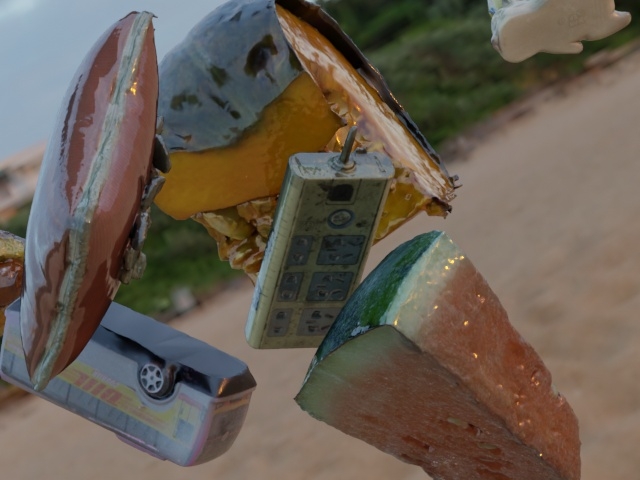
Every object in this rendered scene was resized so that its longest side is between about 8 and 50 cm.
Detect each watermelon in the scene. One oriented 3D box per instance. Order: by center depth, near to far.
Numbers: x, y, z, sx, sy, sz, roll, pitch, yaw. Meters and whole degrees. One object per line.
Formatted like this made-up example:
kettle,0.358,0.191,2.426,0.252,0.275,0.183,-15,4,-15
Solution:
watermelon,0.120,0.132,1.643,0.140,0.256,0.193,-56,12,-29

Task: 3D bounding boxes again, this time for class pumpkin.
pumpkin,-0.034,-0.086,1.788,0.225,0.303,0.256,-35,29,10

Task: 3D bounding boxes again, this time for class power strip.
power strip,0.000,0.000,1.650,0.092,0.034,0.268,0,-45,-17

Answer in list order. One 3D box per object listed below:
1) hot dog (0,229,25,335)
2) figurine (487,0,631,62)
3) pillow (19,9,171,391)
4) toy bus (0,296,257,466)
hot dog,-0.367,0.064,1.707,0.261,0.123,0.093,-21,42,10
figurine,0.126,-0.129,1.041,0.083,0.047,0.050,-17,33,-10
pillow,-0.132,-0.022,1.122,0.171,0.075,0.179,116,166,-49
toy bus,-0.125,0.085,1.205,0.057,0.172,0.072,-13,-59,-58
